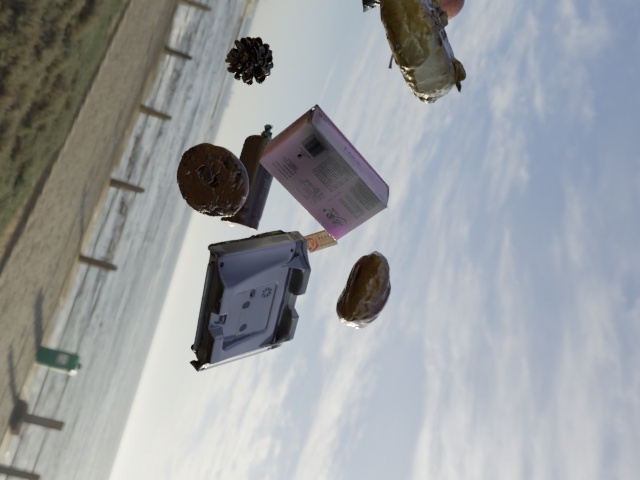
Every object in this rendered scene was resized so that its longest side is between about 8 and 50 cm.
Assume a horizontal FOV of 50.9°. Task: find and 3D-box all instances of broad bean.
[{"bbox_3d":[0.123,0.138,1.823,0.156,0.122,0.228,-87,-157,-72],"label":"broad bean"}]

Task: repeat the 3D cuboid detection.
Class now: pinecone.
[{"bbox_3d":[-0.202,-0.504,1.893,0.140,0.121,0.140,12,-72,41],"label":"pinecone"}]

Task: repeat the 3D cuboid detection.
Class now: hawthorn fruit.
[{"bbox_3d":[0.251,-0.585,1.771,0.285,0.165,0.165,-51,-163,16],"label":"hawthorn fruit"}]

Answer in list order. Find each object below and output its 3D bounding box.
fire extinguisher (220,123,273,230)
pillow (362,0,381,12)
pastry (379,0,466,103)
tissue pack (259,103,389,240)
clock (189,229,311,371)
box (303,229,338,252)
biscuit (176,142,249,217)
[{"bbox_3d":[-0.193,-0.198,1.978,0.135,0.114,0.337,136,-30,-81],"label":"fire extinguisher"},{"bbox_3d":[0.142,-0.677,1.750,0.048,0.090,0.150,-70,150,-70],"label":"pillow"},{"bbox_3d":[0.211,-0.412,1.382,0.121,0.257,0.236,-21,-165,19],"label":"pastry"},{"bbox_3d":[0.010,-0.136,1.396,0.149,0.246,0.092,-33,-156,26],"label":"tissue pack"},{"bbox_3d":[-0.121,0.109,1.153,0.083,0.186,0.253,40,-52,39],"label":"clock"},{"bbox_3d":[0.000,0.000,2.037,0.015,0.093,0.058,-90,161,-60],"label":"box"},{"bbox_3d":[-0.258,-0.140,1.593,0.049,0.192,0.192,-41,159,-55],"label":"biscuit"}]
